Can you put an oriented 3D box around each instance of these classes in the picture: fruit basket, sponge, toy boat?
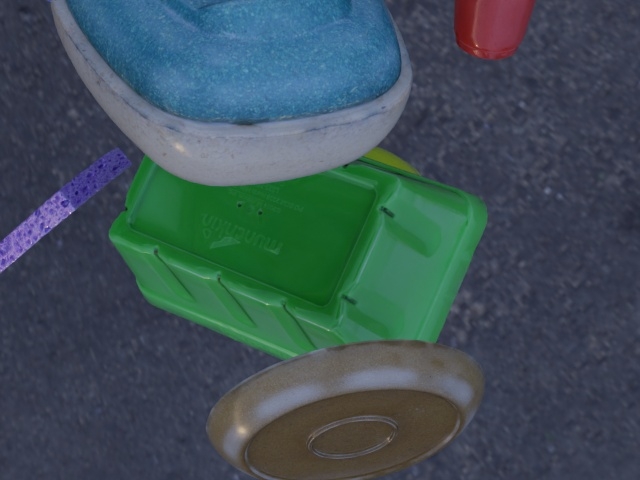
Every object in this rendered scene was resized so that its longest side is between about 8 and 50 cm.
[{"bbox_3d":[0.000,0.000,1.526,0.392,0.392,0.283,28,82,-32],"label":"fruit basket"},{"bbox_3d":[-0.317,-0.028,1.599,0.031,0.117,0.210,50,131,-7],"label":"sponge"},{"bbox_3d":[0.001,-0.161,0.805,0.318,0.267,0.148,-14,133,-23],"label":"toy boat"}]

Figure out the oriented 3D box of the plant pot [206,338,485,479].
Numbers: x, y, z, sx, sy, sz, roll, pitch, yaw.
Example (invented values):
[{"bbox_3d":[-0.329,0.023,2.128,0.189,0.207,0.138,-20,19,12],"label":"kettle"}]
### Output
[{"bbox_3d":[0.025,0.152,1.128,0.236,0.032,0.236,-9,148,-6],"label":"plant pot"}]
